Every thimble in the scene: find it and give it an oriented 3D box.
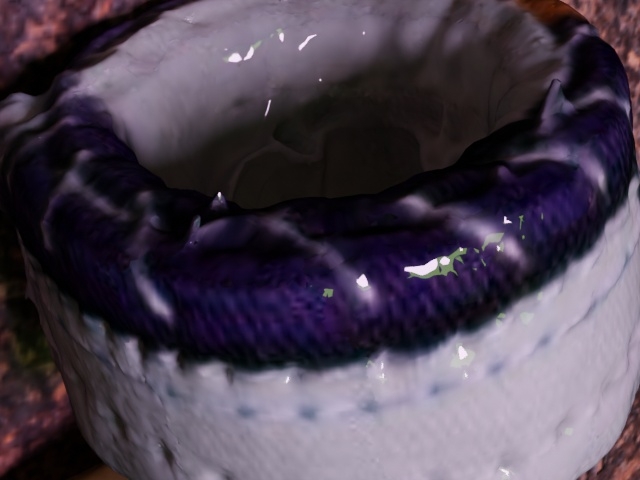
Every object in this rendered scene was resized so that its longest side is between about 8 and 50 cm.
[{"bbox_3d":[0.000,0.000,0.606,0.237,0.237,0.150,-30,128,-30],"label":"thimble"}]

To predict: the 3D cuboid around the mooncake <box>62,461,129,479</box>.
[{"bbox_3d":[-0.043,0.161,0.726,0.235,0.117,0.235,-29,141,-27],"label":"mooncake"}]
